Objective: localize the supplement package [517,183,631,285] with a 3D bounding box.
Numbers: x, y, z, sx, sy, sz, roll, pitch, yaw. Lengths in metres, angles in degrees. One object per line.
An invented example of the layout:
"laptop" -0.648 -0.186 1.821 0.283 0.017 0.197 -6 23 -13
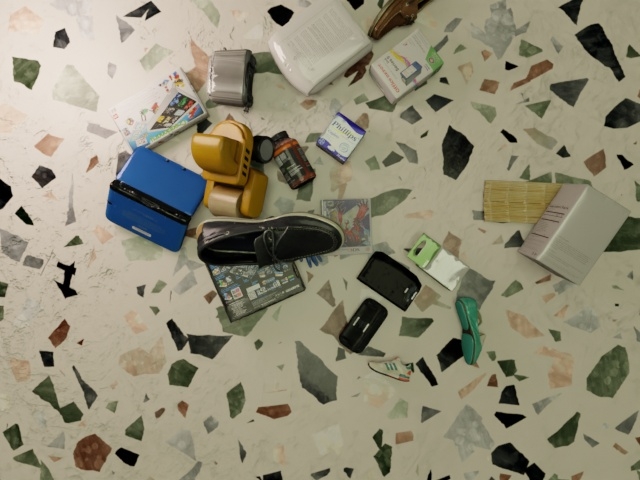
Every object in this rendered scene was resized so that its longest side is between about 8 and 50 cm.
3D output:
"supplement package" 0.860 -0.027 1.636 0.177 0.175 0.293 32 98 -2

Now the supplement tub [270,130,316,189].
"supplement tub" -0.104 -0.286 1.685 0.106 0.106 0.198 -29 90 0

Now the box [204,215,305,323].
"box" -0.242 0.102 1.706 0.295 0.073 0.293 -25 89 -1

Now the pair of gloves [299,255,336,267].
"pair of gloves" 0.000 0.000 1.730 0.198 0.023 0.159 -25 91 1

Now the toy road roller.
"toy road roller" -0.317 -0.235 1.596 0.202 0.240 0.330 12 94 29

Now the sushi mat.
"sushi mat" 0.747 -0.138 1.728 0.316 0.019 0.152 3 92 1

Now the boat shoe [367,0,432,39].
"boat shoe" 0.299 -0.813 1.676 0.104 0.111 0.307 43 91 1

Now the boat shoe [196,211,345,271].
"boat shoe" -0.168 0.012 1.566 0.499 0.156 0.187 0 129 2

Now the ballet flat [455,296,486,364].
"ballet flat" 0.548 0.321 1.706 0.087 0.083 0.247 -11 93 -14

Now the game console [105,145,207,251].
"game console" -0.580 -0.143 1.703 0.293 0.173 0.250 27 129 -4

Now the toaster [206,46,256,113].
"toaster" -0.311 -0.559 1.674 0.146 0.129 0.227 5 93 4

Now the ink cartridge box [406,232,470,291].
"ink cartridge box" 0.415 0.076 1.709 0.209 0.062 0.109 37 91 0

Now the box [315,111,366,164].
"box" 0.072 -0.364 1.701 0.126 0.072 0.137 35 90 -1

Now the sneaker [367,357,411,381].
"sneaker" 0.253 0.453 1.725 0.161 0.057 0.075 19 74 1

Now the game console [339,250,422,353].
"game console" 0.189 0.234 1.723 0.213 0.044 0.361 35 90 1

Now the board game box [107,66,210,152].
"board game box" -0.579 -0.458 1.709 0.305 0.053 0.193 -29 91 1

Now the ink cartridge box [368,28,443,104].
"ink cartridge box" 0.300 -0.611 1.688 0.212 0.093 0.154 -36 91 2

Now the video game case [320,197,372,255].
"video game case" 0.095 -0.049 1.713 0.183 0.023 0.201 -3 90 -11

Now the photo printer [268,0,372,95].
"photo printer" -0.011 -0.681 1.680 0.307 0.107 0.256 -38 90 1
